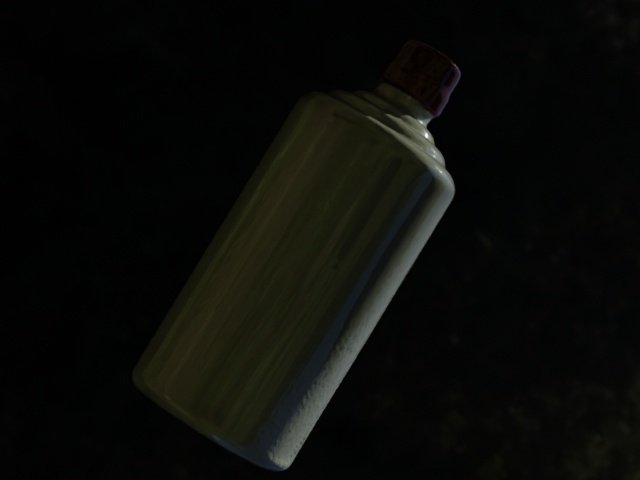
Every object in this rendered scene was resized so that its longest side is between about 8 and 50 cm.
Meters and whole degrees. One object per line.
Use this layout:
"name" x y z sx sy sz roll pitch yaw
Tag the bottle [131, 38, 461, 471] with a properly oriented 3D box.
"bottle" 0.000 0.000 1.068 0.245 0.104 0.104 -58 -163 -2
